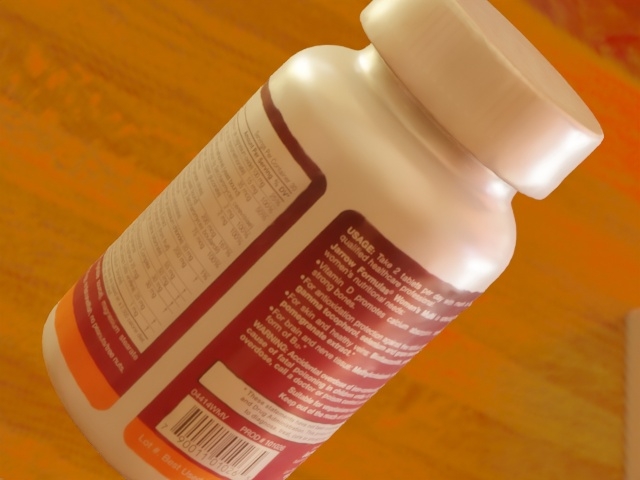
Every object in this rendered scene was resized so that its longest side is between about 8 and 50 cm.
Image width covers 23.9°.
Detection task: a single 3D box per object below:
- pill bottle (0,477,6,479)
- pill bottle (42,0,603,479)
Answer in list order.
[{"bbox_3d":[-0.141,0.185,0.718,0.117,0.215,0.117,-7,101,-39],"label":"pill bottle"},{"bbox_3d":[0.000,0.000,0.610,0.121,0.221,0.121,41,17,-15],"label":"pill bottle"}]
